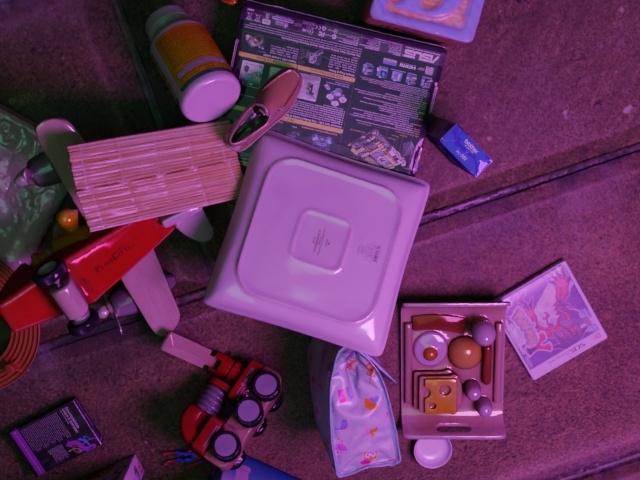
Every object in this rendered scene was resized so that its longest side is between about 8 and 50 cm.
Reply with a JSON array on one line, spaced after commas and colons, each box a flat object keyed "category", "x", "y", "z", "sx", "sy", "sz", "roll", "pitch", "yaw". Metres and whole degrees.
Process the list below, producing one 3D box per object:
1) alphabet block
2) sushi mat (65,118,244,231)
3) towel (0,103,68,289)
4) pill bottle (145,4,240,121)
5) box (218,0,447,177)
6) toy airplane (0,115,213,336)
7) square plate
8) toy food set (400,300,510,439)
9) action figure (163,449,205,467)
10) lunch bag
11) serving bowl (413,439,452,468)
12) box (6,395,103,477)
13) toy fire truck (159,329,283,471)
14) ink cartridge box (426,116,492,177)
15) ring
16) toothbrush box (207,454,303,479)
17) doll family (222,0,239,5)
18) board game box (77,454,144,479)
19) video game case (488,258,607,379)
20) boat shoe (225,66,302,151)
[{"category": "alphabet block", "x": 0.191, "y": -0.467, "z": 1.464, "sx": 0.193, "sy": 0.197, "sz": 0.192, "roll": 15, "pitch": 101, "yaw": -6}, {"category": "sushi mat", "x": -0.281, "y": -0.120, "z": 1.429, "sx": 0.316, "sy": 0.019, "sz": 0.151, "roll": -15, "pitch": 96, "yaw": -31}, {"category": "towel", "x": -0.669, "y": -0.107, "z": 1.571, "sx": 0.317, "sy": 0.053, "sz": 0.332, "roll": 30, "pitch": 100, "yaw": -9}, {"category": "pill bottle", "x": -0.240, "y": -0.329, "z": 1.475, "sx": 0.117, "sy": 0.117, "sz": 0.208, "roll": -34, "pitch": 66, "yaw": 4}, {"category": "box", "x": 0.013, "y": -0.259, "z": 1.550, "sx": 0.395, "sy": 0.097, "sz": 0.318, "roll": 12, "pitch": 100, "yaw": -4}, {"category": "toy airplane", "x": -0.403, "y": -0.012, "z": 1.523, "sx": 0.384, "sy": 0.272, "sz": 0.386, "roll": 10, "pitch": 94, "yaw": -44}, {"category": "square plate", "x": 0.000, "y": 0.000, "z": 1.477, "sx": 0.344, "sy": 0.049, "sz": 0.347, "roll": 18, "pitch": 81, "yaw": -3}, {"category": "toy food set", "x": 0.278, "y": 0.268, "z": 1.665, "sx": 0.220, "sy": 0.092, "sz": 0.306, "roll": -1, "pitch": 104, "yaw": 2}, {"category": "action figure", "x": -0.276, "y": 0.462, "z": 1.723, "sx": 0.115, "sy": 0.030, "sz": 0.038, "roll": -6, "pitch": 97, "yaw": -4}, {"category": "lunch bag", "x": 0.060, "y": 0.295, "z": 1.605, "sx": 0.160, "sy": 0.223, "sz": 0.262, "roll": -11, "pitch": 101, "yaw": -6}, {"category": "serving bowl", "x": 0.241, "y": 0.449, "z": 1.746, "sx": 0.083, "sy": 0.027, "sz": 0.083, "roll": -1, "pitch": 103, "yaw": -3}, {"category": "box", "x": -0.557, "y": 0.414, "z": 1.698, "sx": 0.162, "sy": 0.029, "sz": 0.116, "roll": -27, "pitch": 103, "yaw": 4}, {"category": "toy fire truck", "x": -0.225, "y": 0.309, "z": 1.624, "sx": 0.246, "sy": 0.158, "sz": 0.217, "roll": 29, "pitch": 69, "yaw": 14}, {"category": "ink cartridge box", "x": 0.253, "y": -0.180, "z": 1.522, "sx": 0.097, "sy": 0.207, "sz": 0.046, "roll": 44, "pitch": 97, "yaw": -11}, {"category": "ring", "x": -0.728, "y": 0.163, "z": 1.607, "sx": 0.337, "sy": 0.032, "sz": 0.336, "roll": 1, "pitch": 111, "yaw": 2}, {"category": "toothbrush box", "x": -0.131, "y": 0.569, "z": 1.616, "sx": 0.216, "sy": 0.295, "sz": 0.126, "roll": 26, "pitch": 99, "yaw": -9}, {"category": "doll family", "x": -0.155, "y": -0.532, "z": 1.491, "sx": 0.263, "sy": 0.118, "sz": 0.163, "roll": -40, "pitch": 95, "yaw": -13}, {"category": "board game box", "x": -0.468, "y": 0.544, "z": 1.588, "sx": 0.193, "sy": 0.305, "sz": 0.053, "roll": -25, "pitch": 100, "yaw": 2}, {"category": "video game case", "x": 0.480, "y": 0.169, "z": 1.701, "sx": 0.183, "sy": 0.023, "sz": 0.201, "roll": -32, "pitch": 101, "yaw": 4}, {"category": "boat shoe", "x": -0.099, "y": -0.237, "z": 1.457, "sx": 0.068, "sy": 0.072, "sz": 0.190, "roll": 38, "pitch": 88, "yaw": -4}]
